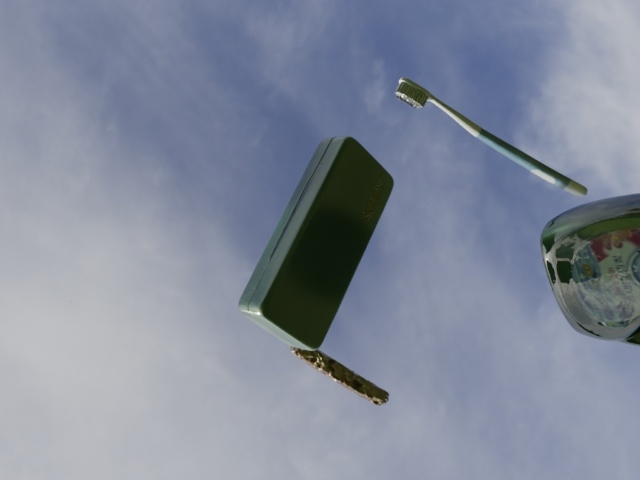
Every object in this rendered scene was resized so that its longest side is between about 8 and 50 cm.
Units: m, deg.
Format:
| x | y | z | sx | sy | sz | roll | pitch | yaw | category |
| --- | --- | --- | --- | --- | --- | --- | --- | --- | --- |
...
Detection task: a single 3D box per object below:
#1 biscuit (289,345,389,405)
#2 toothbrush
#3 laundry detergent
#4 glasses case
| x | y | z | sx | sy | sz | roll | pitch | yaw | category |
| --- | --- | --- | --- | --- | --- | --- | --- | --- | --- |
| 0.017 | 0.169 | 0.851 | 0.131 | 0.231 | 0.025 | 31 | -98 | 2 | biscuit |
| 0.212 | -0.121 | 0.801 | 0.275 | 0.019 | 0.025 | 30 | -107 | -6 | toothbrush |
| 0.288 | 0.024 | 0.499 | 0.063 | 0.210 | 0.137 | -37 | -70 | -42 | laundry detergent |
| 0.000 | 0.000 | 0.579 | 0.077 | 0.039 | 0.184 | 39 | -114 | -34 | glasses case |
